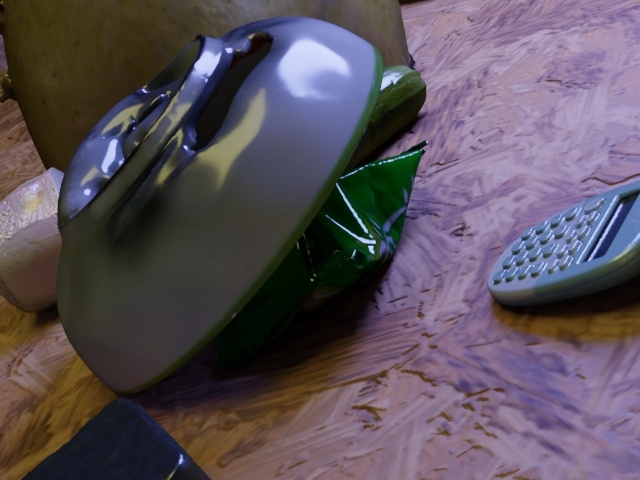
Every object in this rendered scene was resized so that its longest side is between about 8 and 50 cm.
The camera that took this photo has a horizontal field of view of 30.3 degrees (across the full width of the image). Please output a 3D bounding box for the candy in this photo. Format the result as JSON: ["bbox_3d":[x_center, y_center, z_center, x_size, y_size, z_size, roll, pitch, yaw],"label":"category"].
[{"bbox_3d":[-0.001,-0.004,0.855,0.141,0.078,0.203,-19,20,26],"label":"candy"}]

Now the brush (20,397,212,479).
[{"bbox_3d":[-0.154,0.177,0.658,0.197,0.059,0.123,-37,24,-15],"label":"brush"}]

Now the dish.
[{"bbox_3d":[-0.106,-0.054,0.874,0.324,0.124,0.324,-46,19,21],"label":"dish"}]

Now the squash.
[{"bbox_3d":[0.009,-0.083,1.032,0.229,0.066,0.066,-40,25,-31],"label":"squash"}]

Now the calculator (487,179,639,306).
[{"bbox_3d":[0.161,0.001,0.696,0.153,0.021,0.095,-18,25,46],"label":"calculator"}]

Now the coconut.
[{"bbox_3d":[-0.245,-0.002,1.089,0.122,0.116,0.116,-30,22,5],"label":"coconut"}]

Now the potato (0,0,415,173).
[{"bbox_3d":[-0.140,-0.246,1.244,0.442,0.319,0.385,-11,28,31],"label":"potato"}]
